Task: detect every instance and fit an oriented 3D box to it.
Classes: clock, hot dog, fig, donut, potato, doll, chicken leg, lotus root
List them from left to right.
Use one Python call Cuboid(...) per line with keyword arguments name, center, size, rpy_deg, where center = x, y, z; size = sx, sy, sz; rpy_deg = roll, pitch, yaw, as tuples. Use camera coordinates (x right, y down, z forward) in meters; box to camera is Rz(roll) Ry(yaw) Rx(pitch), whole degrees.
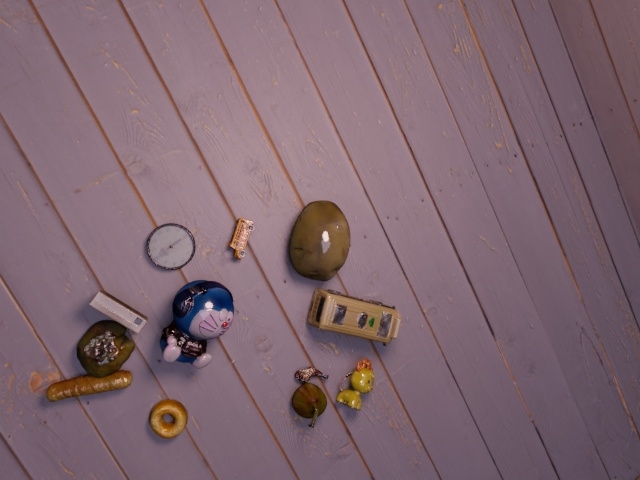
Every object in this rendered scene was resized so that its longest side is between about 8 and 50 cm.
Cuboid(name="hot dog", center=(-0.842, 0.528, 1.676), size=(0.286, 0.088, 0.061), rpy_deg=(-11, 131, -20))
Cuboid(name="lotus root", center=(-0.785, 0.389, 1.671), size=(0.183, 0.078, 0.203), rpy_deg=(32, 65, -9))
Cuboid(name="donut", center=(-0.588, 0.695, 1.776), size=(0.152, 0.058, 0.152), rpy_deg=(0, 89, -16))
Cuboid(name="clock", center=(-0.577, 0.024, 1.774), size=(0.184, 0.040, 0.184), rpy_deg=(0, 91, -17))
Cuboid(name="doll", center=(-0.458, 0.294, 1.724), size=(0.310, 0.240, 0.284), rpy_deg=(-55, 146, 4))
Cuboid(name="fig", center=(-0.044, 0.663, 1.881), size=(0.148, 0.186, 0.142), rpy_deg=(-36, 84, -22))
Cuboid(name="chicken leg", center=(-0.038, 0.570, 1.950), size=(0.145, 0.037, 0.062), rpy_deg=(-3, 57, -19))
Cuboid(name="potato", center=(0.000, 0.000, 1.853), size=(0.221, 0.243, 0.326), rpy_deg=(15, 92, -41))
Cuboid(name="doll", center=(0.165, 0.619, 1.988), size=(0.143, 0.135, 0.221), rpy_deg=(37, 72, -47))

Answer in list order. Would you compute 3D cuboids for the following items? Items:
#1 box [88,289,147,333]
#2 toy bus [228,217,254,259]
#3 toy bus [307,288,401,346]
Cuboid(name="box", center=(-0.734, 0.259, 1.678), size=(0.201, 0.141, 0.058), rpy_deg=(38, 75, -16))
Cuboid(name="toy bus", center=(-0.321, -0.007, 1.840), size=(0.074, 0.069, 0.162), rpy_deg=(19, 84, -16))
Cuboid(name="toy bus", center=(0.148, 0.324, 1.926), size=(0.365, 0.202, 0.177), rpy_deg=(15, 85, -18))
